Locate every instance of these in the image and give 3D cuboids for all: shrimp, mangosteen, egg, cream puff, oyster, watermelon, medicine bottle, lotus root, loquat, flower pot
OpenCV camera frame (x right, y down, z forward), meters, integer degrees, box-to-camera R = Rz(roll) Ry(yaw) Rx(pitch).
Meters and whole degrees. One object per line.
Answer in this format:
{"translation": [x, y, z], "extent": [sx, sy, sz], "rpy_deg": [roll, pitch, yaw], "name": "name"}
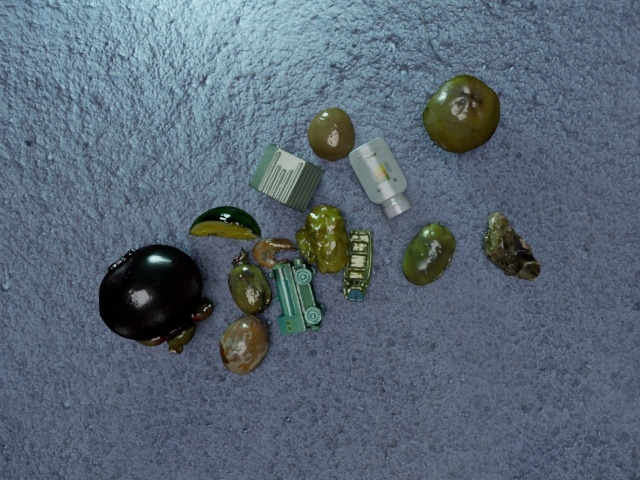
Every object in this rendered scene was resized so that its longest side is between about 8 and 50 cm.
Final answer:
{"translation": [-0.179, 0.051, 1.845], "extent": [0.188, 0.051, 0.132], "rpy_deg": [-6, 112, 10], "name": "shrimp"}
{"translation": [-0.607, 0.229, 1.740], "extent": [0.382, 0.382, 0.435], "rpy_deg": [-36, 104, 5], "name": "mangosteen"}
{"translation": [-0.296, 0.404, 1.789], "extent": [0.195, 0.195, 0.233], "rpy_deg": [15, 96, 5], "name": "egg"}
{"translation": [0.000, 0.002, 1.711], "extent": [0.185, 0.282, 0.281], "rpy_deg": [-9, 91, -9], "name": "cream puff"}
{"translation": [0.727, 0.037, 1.730], "extent": [0.294, 0.094, 0.166], "rpy_deg": [38, 86, -2], "name": "oyster"}
{"translation": [-0.385, -0.065, 1.847], "extent": [0.301, 0.123, 0.129], "rpy_deg": [5, 124, 5], "name": "watermelon"}
{"translation": [0.235, -0.232, 1.758], "extent": [0.161, 0.111, 0.296], "rpy_deg": [-27, 90, 6], "name": "medicine bottle"}
{"translation": [-0.288, 0.163, 1.803], "extent": [0.154, 0.154, 0.278], "rpy_deg": [-25, 77, 6], "name": "lotus root"}
{"translation": [0.510, -0.447, 1.641], "extent": [0.276, 0.284, 0.275], "rpy_deg": [-1, 86, 8], "name": "loquat"}
{"translation": [-0.129, -0.236, 1.745], "extent": [0.239, 0.209, 0.189], "rpy_deg": [26, 95, 3], "name": "flower pot"}

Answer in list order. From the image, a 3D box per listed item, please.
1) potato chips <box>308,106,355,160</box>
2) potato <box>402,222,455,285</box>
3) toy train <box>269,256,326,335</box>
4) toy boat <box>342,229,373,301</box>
{"translation": [0.044, -0.420, 1.798], "extent": [0.196, 0.062, 0.208], "rpy_deg": [24, 96, 7], "name": "potato chips"}
{"translation": [0.409, 0.057, 1.731], "extent": [0.169, 0.143, 0.248], "rpy_deg": [34, 95, 14], "name": "potato"}
{"translation": [-0.095, 0.219, 1.798], "extent": [0.194, 0.120, 0.298], "rpy_deg": [-13, 93, 11], "name": "toy train"}
{"translation": [0.147, 0.097, 1.792], "extent": [0.111, 0.084, 0.276], "rpy_deg": [4, 89, 8], "name": "toy boat"}
